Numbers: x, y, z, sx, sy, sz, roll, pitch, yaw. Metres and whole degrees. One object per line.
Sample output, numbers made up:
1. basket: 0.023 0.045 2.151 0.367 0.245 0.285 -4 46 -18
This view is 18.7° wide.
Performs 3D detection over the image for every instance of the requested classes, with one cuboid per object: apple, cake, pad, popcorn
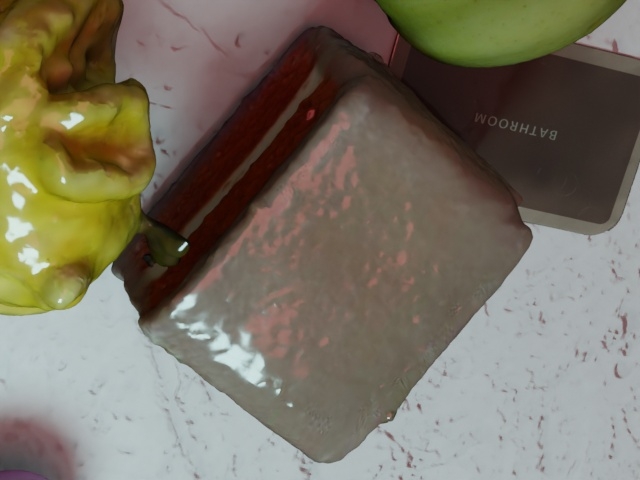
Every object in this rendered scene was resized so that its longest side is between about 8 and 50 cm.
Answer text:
1. apple: 0.142 -0.273 1.607 0.279 0.279 0.279 -4 110 -11
2. cake: 0.000 0.000 1.666 0.230 0.237 0.309 36 97 -24
3. pad: 0.178 -0.105 1.792 0.266 0.002 0.176 11 107 -16
4. popcorn: -0.254 -0.083 1.538 0.281 0.316 0.297 -5 117 -31

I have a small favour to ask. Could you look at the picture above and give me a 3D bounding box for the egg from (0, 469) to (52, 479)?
1. egg: -0.324 0.322 1.731 0.271 0.196 0.196 -32 113 -7
